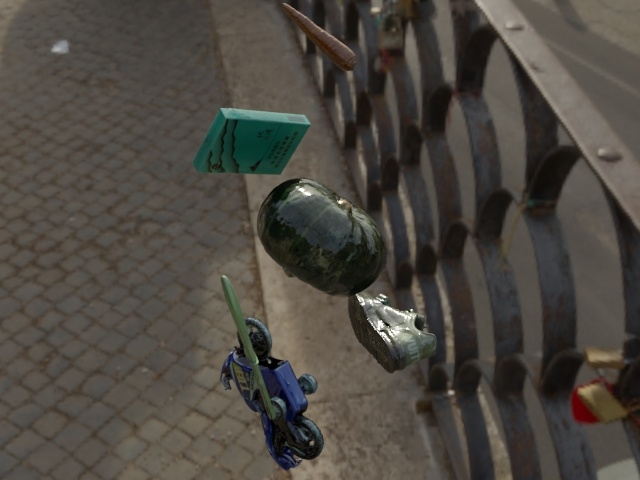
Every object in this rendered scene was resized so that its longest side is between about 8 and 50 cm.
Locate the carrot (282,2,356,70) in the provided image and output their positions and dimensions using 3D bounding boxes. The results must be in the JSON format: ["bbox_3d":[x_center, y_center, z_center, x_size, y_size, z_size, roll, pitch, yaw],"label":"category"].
[{"bbox_3d":[-0.004,-0.446,1.944,0.216,0.048,0.048,42,49,6],"label":"carrot"}]

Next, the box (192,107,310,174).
[{"bbox_3d":[-0.151,-0.214,1.963,0.226,0.161,0.042,-1,48,-40],"label":"box"}]

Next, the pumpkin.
[{"bbox_3d":[0.000,0.000,1.931,0.300,0.207,0.300,34,7,-5],"label":"pumpkin"}]

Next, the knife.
[{"bbox_3d":[-0.126,0.192,1.570,0.020,0.293,0.043,-22,18,-15],"label":"knife"}]

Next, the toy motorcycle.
[{"bbox_3d":[-0.104,0.302,1.747,0.169,0.315,0.113,-22,5,41],"label":"toy motorcycle"}]

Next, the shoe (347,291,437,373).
[{"bbox_3d":[0.173,0.200,2.083,0.149,0.109,0.293,-11,30,-15],"label":"shoe"}]
